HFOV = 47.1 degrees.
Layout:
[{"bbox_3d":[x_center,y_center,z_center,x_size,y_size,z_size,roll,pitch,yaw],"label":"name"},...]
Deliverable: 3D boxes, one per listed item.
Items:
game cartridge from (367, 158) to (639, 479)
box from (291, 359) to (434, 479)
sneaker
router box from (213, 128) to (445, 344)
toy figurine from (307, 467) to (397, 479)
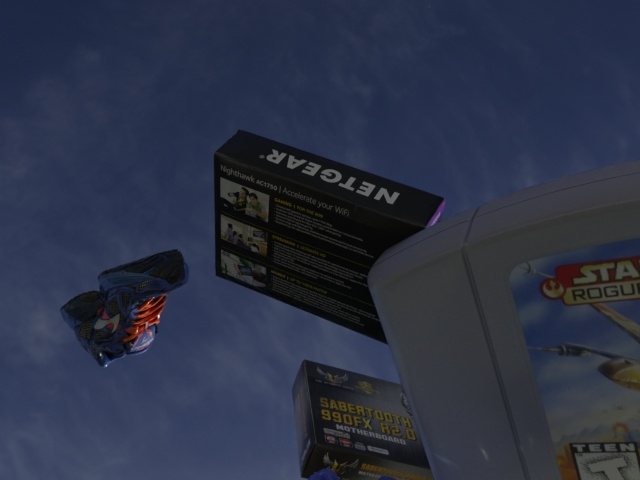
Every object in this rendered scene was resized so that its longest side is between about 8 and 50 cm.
[{"bbox_3d":[0.178,0.057,0.351,0.297,0.062,0.198,-9,-63,27],"label":"game cartridge"},{"bbox_3d":[0.083,0.250,0.952,0.231,0.183,0.056,17,-70,-12],"label":"box"},{"bbox_3d":[-0.194,0.073,0.768,0.221,0.083,0.087,-31,-95,49],"label":"sneaker"},{"bbox_3d":[0.000,0.000,0.595,0.179,0.046,0.133,21,-47,16],"label":"router box"},{"bbox_3d":[0.052,0.193,0.337,0.191,0.362,0.217,22,-74,-7],"label":"toy figurine"}]
